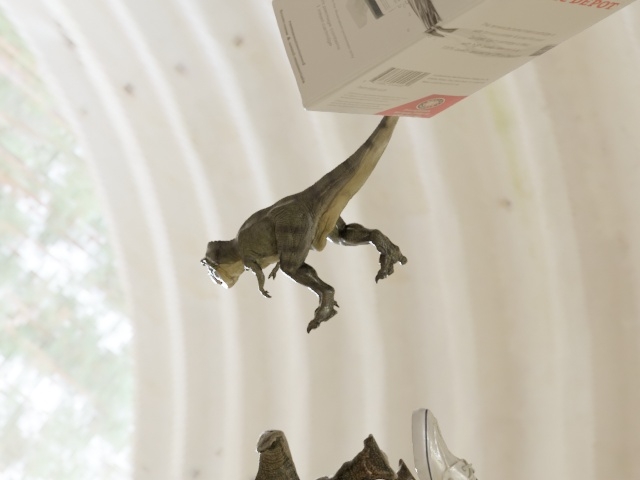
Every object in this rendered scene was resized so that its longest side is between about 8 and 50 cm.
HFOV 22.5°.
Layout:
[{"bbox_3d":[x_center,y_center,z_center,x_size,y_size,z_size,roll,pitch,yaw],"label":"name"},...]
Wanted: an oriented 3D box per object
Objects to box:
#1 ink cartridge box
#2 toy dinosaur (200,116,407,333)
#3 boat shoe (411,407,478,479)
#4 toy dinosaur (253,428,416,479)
[{"bbox_3d":[0.100,-0.171,1.114,0.218,0.092,0.158,-26,165,36],"label":"ink cartridge box"},{"bbox_3d":[0.000,0.000,1.357,0.268,0.118,0.064,-37,177,33],"label":"toy dinosaur"},{"bbox_3d":[0.082,0.149,0.996,0.035,0.100,0.035,-11,-170,15],"label":"boat shoe"},{"bbox_3d":[0.002,0.217,1.106,0.160,0.121,0.313,-36,159,2],"label":"toy dinosaur"}]
